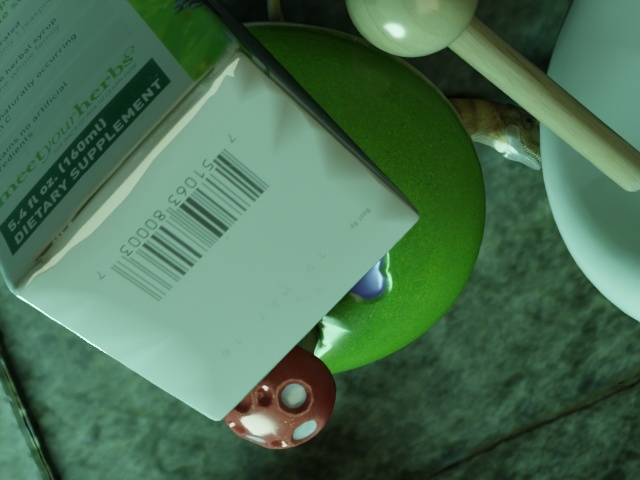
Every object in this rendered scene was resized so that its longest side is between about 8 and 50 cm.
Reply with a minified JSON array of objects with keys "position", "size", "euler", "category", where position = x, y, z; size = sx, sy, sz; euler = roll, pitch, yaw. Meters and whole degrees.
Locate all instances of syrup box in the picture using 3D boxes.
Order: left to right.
[{"position":[-0.074,-0.055,0.491],"size":[0.093,0.237,0.096],"euler":[-46,131,6],"category":"syrup box"}]

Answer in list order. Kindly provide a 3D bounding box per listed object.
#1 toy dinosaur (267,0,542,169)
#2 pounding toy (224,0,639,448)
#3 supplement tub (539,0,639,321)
[{"position":[0.021,-0.057,0.668],"size":[0.211,0.064,0.112],"euler":[16,94,-44],"category":"toy dinosaur"},{"position":[0.000,0.000,0.591],"size":[0.237,0.110,0.183],"euler":[-32,118,26],"category":"pounding toy"},{"position":[0.299,-0.041,0.694],"size":[0.331,0.241,0.241],"euler":[16,112,-34],"category":"supplement tub"}]
